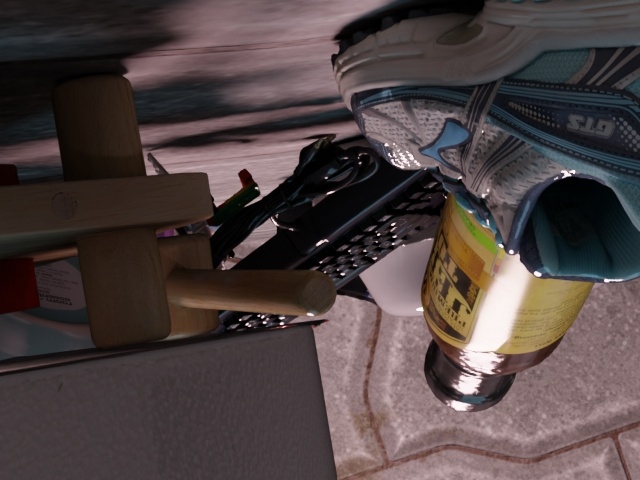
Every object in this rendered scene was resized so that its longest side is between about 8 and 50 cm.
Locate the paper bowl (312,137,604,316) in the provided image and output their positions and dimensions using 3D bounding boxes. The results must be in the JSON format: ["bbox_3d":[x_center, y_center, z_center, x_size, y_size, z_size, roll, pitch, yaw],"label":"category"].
[{"bbox_3d":[0.137,-0.019,1.170,0.284,0.148,0.284,-8,177,0],"label":"paper bowl"}]

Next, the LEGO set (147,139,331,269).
[{"bbox_3d":[-0.085,0.020,1.065,0.182,0.060,0.244,-3,131,-52],"label":"LEGO set"}]

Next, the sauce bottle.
[{"bbox_3d":[0.126,0.024,0.944,0.111,0.111,0.344,-8,151,-9],"label":"sauce bottle"}]

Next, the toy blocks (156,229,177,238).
[{"bbox_3d":[-0.275,0.114,1.462,0.260,0.288,0.309,-5,180,7],"label":"toy blocks"}]

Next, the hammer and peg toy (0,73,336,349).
[{"bbox_3d":[-0.173,0.000,0.676,0.361,0.127,0.266,-7,176,-38],"label":"hammer and peg toy"}]

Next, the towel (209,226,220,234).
[{"bbox_3d":[-0.345,0.012,1.766,0.370,0.040,0.271,-7,179,-42],"label":"towel"}]

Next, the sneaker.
[{"bbox_3d":[0.081,-0.039,0.573,0.110,0.122,0.283,-7,178,-15],"label":"sneaker"}]

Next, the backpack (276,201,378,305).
[{"bbox_3d":[0.050,-0.006,1.397,0.182,0.151,0.115,-2,-174,31],"label":"backpack"}]

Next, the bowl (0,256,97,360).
[{"bbox_3d":[-0.261,0.080,1.138,0.312,0.163,0.311,24,-158,-10],"label":"bowl"}]

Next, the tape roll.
[{"bbox_3d":[-0.187,0.097,0.562,0.392,0.072,0.392,-9,178,0],"label":"tape roll"}]

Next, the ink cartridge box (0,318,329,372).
[{"bbox_3d":[-0.107,0.089,0.890,0.225,0.056,0.181,-6,178,3],"label":"ink cartridge box"}]

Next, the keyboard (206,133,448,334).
[{"bbox_3d":[0.000,0.000,0.959,0.317,0.033,0.202,-37,154,27],"label":"keyboard"}]
